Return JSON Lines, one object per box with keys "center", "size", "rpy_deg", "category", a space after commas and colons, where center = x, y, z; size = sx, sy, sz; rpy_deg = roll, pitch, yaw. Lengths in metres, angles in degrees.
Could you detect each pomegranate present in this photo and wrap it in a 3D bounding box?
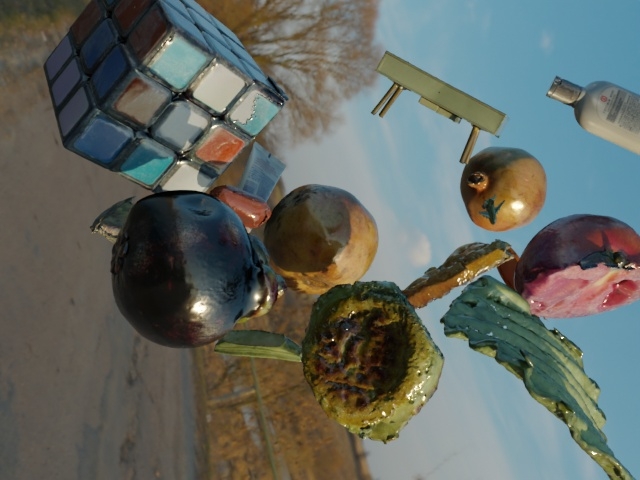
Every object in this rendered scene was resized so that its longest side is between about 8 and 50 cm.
{"center": [0.518, -0.153, 2.007], "size": [0.229, 0.270, 0.252], "rpy_deg": [4, -101, 52], "category": "pomegranate"}
{"center": [0.000, 0.000, 1.830], "size": [0.322, 0.322, 0.322], "rpy_deg": [162, -90, -85], "category": "pomegranate"}

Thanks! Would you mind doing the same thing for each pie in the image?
{"center": [0.101, 0.252, 1.496], "size": [0.354, 0.288, 0.103], "rpy_deg": [61, 12, 17], "category": "pie"}

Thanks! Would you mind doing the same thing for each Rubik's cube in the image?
{"center": [-0.354, -0.339, 1.527], "size": [0.363, 0.359, 0.362], "rpy_deg": [24, 28, -48], "category": "Rubik's cube"}

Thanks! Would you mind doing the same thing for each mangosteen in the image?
{"center": [-0.195, 0.053, 1.160], "size": [0.275, 0.302, 0.275], "rpy_deg": [-29, -125, 53], "category": "mangosteen"}

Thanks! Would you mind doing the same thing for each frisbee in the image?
{"center": [0.596, 0.087, 2.129], "size": [0.192, 0.035, 0.192], "rpy_deg": [61, -9, 17], "category": "frisbee"}

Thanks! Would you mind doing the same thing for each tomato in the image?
{"center": [0.566, 0.053, 1.546], "size": [0.289, 0.335, 0.176], "rpy_deg": [118, -33, -54], "category": "tomato"}

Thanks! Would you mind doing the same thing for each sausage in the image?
{"center": [-0.175, -0.073, 1.499], "size": [0.076, 0.141, 0.076], "rpy_deg": [-49, -154, 36], "category": "sausage"}

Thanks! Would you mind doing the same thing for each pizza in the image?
{"center": [0.363, 0.088, 1.910], "size": [0.080, 0.435, 0.392], "rpy_deg": [58, -27, 0], "category": "pizza"}

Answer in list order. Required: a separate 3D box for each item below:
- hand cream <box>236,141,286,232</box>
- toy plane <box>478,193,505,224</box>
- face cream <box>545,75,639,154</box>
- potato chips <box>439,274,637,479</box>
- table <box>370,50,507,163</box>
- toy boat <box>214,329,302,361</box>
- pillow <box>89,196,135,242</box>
{"center": [-0.193, -0.148, 1.982], "size": [0.083, 0.248, 0.133], "rpy_deg": [5, -26, 45], "category": "hand cream"}
{"center": [0.437, -0.077, 1.774], "size": [0.033, 0.080, 0.083], "rpy_deg": [40, -30, 53], "category": "toy plane"}
{"center": [0.673, -0.302, 1.620], "size": [0.071, 0.291, 0.144], "rpy_deg": [98, 18, -70], "category": "face cream"}
{"center": [0.361, 0.226, 1.114], "size": [0.389, 0.097, 0.373], "rpy_deg": [44, 18, -1], "category": "potato chips"}
{"center": [0.206, -0.232, 1.253], "size": [0.240, 0.111, 0.121], "rpy_deg": [31, 14, 13], "category": "table"}
{"center": [-0.180, 0.299, 1.996], "size": [0.093, 0.293, 0.055], "rpy_deg": [-55, 138, -48], "category": "toy boat"}
{"center": [-0.343, -0.006, 1.449], "size": [0.169, 0.255, 0.059], "rpy_deg": [-61, 171, -62], "category": "pillow"}
